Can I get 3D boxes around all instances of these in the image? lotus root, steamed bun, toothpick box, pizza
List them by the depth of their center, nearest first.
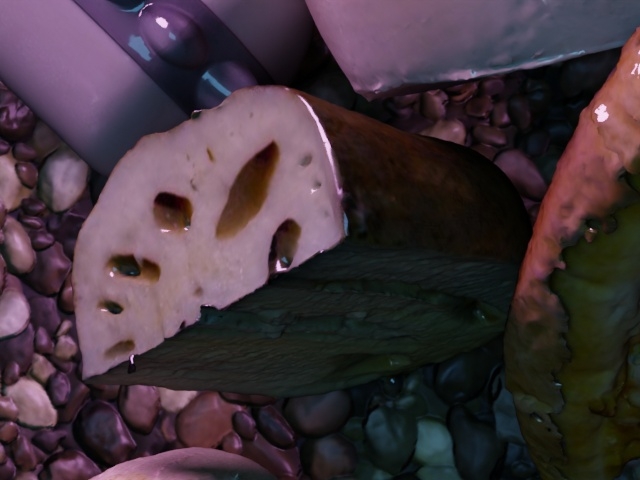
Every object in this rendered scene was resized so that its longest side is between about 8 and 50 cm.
[{"bbox_3d":[0.253,0.034,0.917,0.392,0.435,0.080,-38,36,31],"label":"pizza"},{"bbox_3d":[0.138,-0.208,0.939,0.324,0.324,0.206,-10,96,17],"label":"steamed bun"},{"bbox_3d":[0.017,-0.003,1.007,0.267,0.260,0.149,-28,66,44],"label":"lotus root"},{"bbox_3d":[-0.142,-0.176,1.074,0.316,0.229,0.229,44,101,14],"label":"toothpick box"}]

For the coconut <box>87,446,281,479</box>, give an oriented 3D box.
[{"bbox_3d":[-0.103,0.251,1.046,0.227,0.230,0.227,0,91,17],"label":"coconut"}]
